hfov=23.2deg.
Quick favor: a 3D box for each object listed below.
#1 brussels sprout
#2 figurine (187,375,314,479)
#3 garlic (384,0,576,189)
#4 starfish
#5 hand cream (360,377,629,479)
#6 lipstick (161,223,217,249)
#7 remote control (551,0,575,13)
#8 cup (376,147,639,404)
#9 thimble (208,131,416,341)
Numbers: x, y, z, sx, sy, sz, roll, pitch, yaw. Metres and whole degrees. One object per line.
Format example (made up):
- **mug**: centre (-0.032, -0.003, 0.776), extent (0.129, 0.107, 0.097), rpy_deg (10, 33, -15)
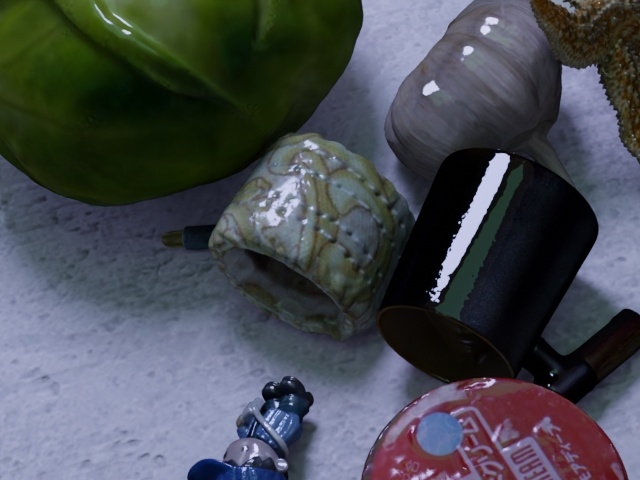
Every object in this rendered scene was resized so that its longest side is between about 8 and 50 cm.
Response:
- **brussels sprout**: centre (-0.176, -0.221, 1.574), extent (0.425, 0.342, 0.361), rpy_deg (-19, 45, 7)
- **figurine**: centre (-0.057, 0.196, 1.427), extent (0.086, 0.087, 0.149), rpy_deg (-20, 27, 41)
- **garlic**: centre (0.189, -0.126, 1.578), extent (0.212, 0.218, 0.218), rpy_deg (42, 65, -1)
- **starfish**: centre (0.316, -0.227, 1.600), extent (0.084, 0.301, 0.293), rpy_deg (-29, 28, 33)
- **hand cream**: centre (0.145, 0.244, 1.312), extent (0.230, 0.149, 0.230), rpy_deg (-2, 54, 3)
- **lipstick**: centre (-0.106, -0.004, 1.603), extent (0.116, 0.037, 0.037), rpy_deg (-4, 53, 12)
- **remote control**: centre (0.296, -0.271, 1.736), extent (0.221, 0.042, 0.078), rpy_deg (-15, 55, -4)
- **cup**: centre (0.184, 0.042, 1.447), extent (0.239, 0.166, 0.177), rpy_deg (19, 62, 22)
- **thimble**: centre (0.000, 0.000, 1.519), extent (0.190, 0.137, 0.143), rpy_deg (37, 58, -12)
